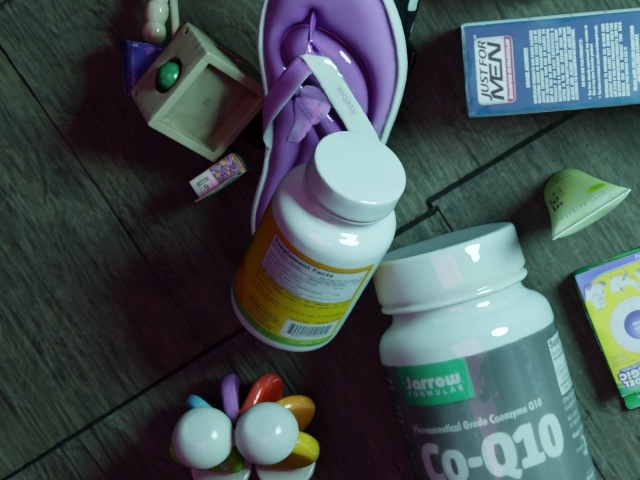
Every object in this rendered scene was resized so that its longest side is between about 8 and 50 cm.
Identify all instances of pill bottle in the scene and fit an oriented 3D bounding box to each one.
[{"bbox_3d":[0.000,0.000,1.434,0.136,0.136,0.246,32,135,3],"label":"pill bottle"},{"bbox_3d":[0.184,0.174,1.504,0.204,0.204,0.361,-16,94,9],"label":"pill bottle"}]

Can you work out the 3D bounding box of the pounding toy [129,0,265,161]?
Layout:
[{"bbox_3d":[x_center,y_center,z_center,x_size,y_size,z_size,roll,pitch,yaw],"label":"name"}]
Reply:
[{"bbox_3d":[-0.147,-0.191,1.528,0.130,0.141,0.100,-48,44,14],"label":"pounding toy"}]

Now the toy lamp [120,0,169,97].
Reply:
[{"bbox_3d":[-0.188,-0.301,1.562,0.080,0.080,0.275,10,99,6],"label":"toy lamp"}]

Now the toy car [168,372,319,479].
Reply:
[{"bbox_3d":[-0.091,0.223,1.590,0.182,0.159,0.136,-5,61,9],"label":"toy car"}]

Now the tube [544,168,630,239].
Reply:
[{"bbox_3d":[0.284,-0.042,1.446,0.062,0.240,0.070,15,99,3],"label":"tube"}]

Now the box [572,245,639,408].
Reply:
[{"bbox_3d":[0.376,0.104,1.552,0.105,0.043,0.179,-22,95,10],"label":"box"}]

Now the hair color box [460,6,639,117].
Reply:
[{"bbox_3d":[0.332,-0.202,1.454,0.347,0.174,0.105,-3,98,8],"label":"hair color box"}]

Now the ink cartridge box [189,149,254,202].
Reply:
[{"bbox_3d":[-0.119,-0.077,1.559,0.063,0.115,0.029,-33,92,10],"label":"ink cartridge box"}]

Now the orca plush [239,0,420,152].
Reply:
[{"bbox_3d":[0.010,-0.214,1.532,0.287,0.102,0.151,-37,91,10],"label":"orca plush"}]

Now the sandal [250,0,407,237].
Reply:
[{"bbox_3d":[0.001,-0.122,1.472,0.169,0.102,0.416,9,124,7],"label":"sandal"}]
